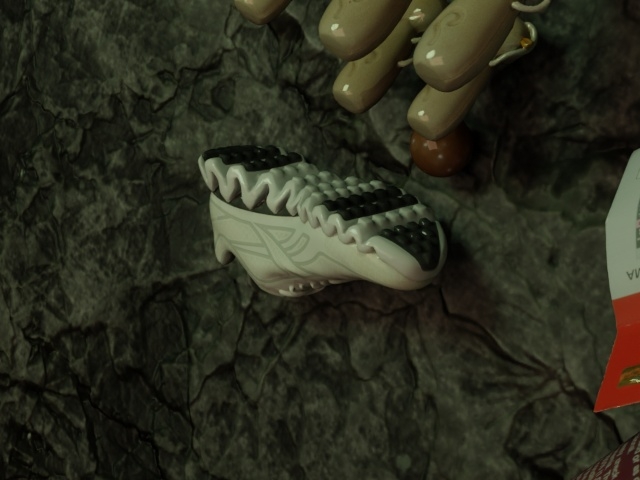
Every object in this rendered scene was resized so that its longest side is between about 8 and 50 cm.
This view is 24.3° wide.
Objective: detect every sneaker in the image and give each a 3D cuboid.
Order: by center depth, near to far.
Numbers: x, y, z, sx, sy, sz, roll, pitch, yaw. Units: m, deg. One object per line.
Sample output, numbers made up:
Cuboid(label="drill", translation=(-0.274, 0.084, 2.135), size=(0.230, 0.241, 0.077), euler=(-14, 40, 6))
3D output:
Cuboid(label="sneaker", translation=(0.000, 0.000, 1.310), size=(0.292, 0.110, 0.118), euler=(24, 115, 48))

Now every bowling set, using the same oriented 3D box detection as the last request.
Cuboid(label="bowling set", translation=(0.087, -0.167, 1.214), size=(0.287, 0.200, 0.154), euler=(28, 72, 41))

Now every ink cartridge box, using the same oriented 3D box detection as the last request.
Cuboid(label="ink cartridge box", translation=(0.272, -0.004, 0.987), size=(0.189, 0.232, 0.066), euler=(-21, 114, 40))

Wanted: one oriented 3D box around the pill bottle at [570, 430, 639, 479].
Cuboid(label="pill bottle", translation=(0.251, 0.240, 0.996), size=(0.392, 0.224, 0.224), euler=(-45, 63, 34))
